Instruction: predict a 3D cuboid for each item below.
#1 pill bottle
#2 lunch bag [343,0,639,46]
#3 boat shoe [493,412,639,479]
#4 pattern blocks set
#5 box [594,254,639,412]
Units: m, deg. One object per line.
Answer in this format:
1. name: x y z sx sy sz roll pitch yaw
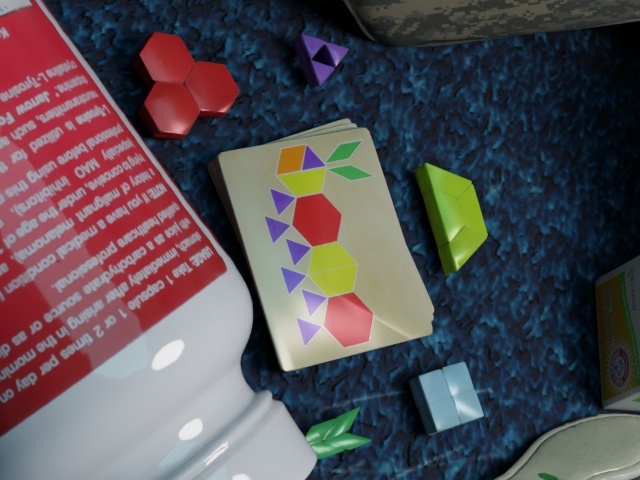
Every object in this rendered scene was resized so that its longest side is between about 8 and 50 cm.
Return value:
1. pill bottle: -0.189 0.019 0.961 0.229 0.229 0.407 -37 92 -32
2. lunch bag: 0.156 -0.306 1.211 0.305 0.212 0.256 -6 73 16
3. boat shoe: 0.187 0.199 1.206 0.233 0.084 0.079 -27 125 -39
4. pattern blocks set: 0.000 0.000 1.188 0.285 0.026 0.325 -3 75 -29
5. box: 0.334 0.080 1.283 0.203 0.103 0.114 7 70 -18
